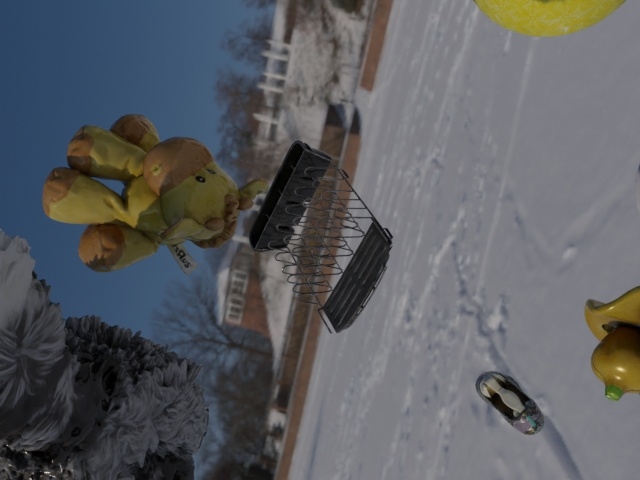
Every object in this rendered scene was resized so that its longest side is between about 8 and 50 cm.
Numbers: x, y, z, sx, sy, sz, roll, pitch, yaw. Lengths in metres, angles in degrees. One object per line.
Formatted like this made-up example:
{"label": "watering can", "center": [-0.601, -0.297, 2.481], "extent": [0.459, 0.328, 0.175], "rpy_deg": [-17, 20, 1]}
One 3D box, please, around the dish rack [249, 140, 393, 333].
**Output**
{"label": "dish rack", "center": [0.000, 0.000, 1.308], "extent": [0.272, 0.074, 0.208], "rpy_deg": [57, 130, 41]}

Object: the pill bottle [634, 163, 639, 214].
{"label": "pill bottle", "center": [0.518, -0.052, 0.937], "extent": [0.363, 0.210, 0.210], "rpy_deg": [-139, 62, -79]}

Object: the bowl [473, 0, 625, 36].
{"label": "bowl", "center": [0.337, -0.463, 1.231], "extent": [0.156, 0.289, 0.290], "rpy_deg": [27, -104, -70]}

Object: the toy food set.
{"label": "toy food set", "center": [0.279, 0.103, 0.576], "extent": [0.071, 0.217, 0.128], "rpy_deg": [-60, -30, -25]}

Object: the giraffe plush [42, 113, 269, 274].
{"label": "giraffe plush", "center": [-0.160, -0.044, 0.892], "extent": [0.170, 0.210, 0.181], "rpy_deg": [-8, 48, 51]}

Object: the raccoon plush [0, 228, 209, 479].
{"label": "raccoon plush", "center": [-0.284, 0.112, 0.746], "extent": [0.216, 0.299, 0.447], "rpy_deg": [-51, -34, -43]}

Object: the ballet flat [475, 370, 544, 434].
{"label": "ballet flat", "center": [0.197, 0.164, 0.906], "extent": [0.114, 0.041, 0.041], "rpy_deg": [-138, 57, -60]}
